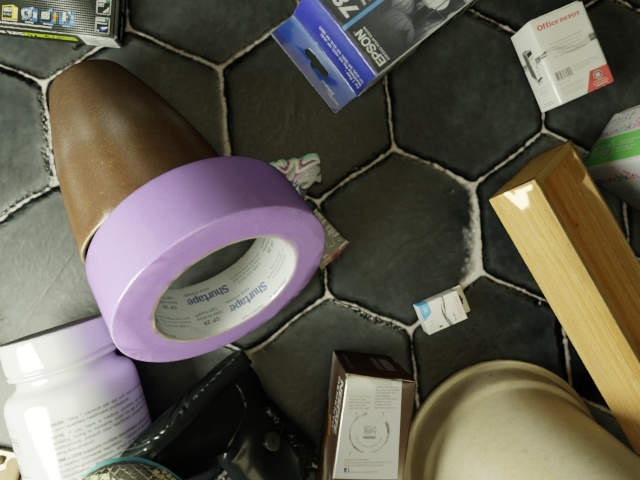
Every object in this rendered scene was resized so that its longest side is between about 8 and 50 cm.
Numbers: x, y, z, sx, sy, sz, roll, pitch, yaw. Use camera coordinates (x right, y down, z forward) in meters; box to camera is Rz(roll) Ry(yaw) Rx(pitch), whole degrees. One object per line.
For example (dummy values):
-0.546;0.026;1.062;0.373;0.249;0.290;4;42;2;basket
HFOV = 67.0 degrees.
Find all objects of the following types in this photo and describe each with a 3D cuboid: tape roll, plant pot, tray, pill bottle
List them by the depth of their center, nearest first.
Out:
-0.131;0.031;0.597;0.275;0.274;0.090;-35;61;-5;tape roll
0.310;0.357;0.631;0.334;0.305;0.333;0;90;-6;plant pot
-0.254;-0.113;0.635;0.216;0.215;0.230;-32;79;-5;plant pot
-0.309;0.251;0.637;0.161;0.160;0.282;-15;92;-6;pill bottle
0.408;0.071;0.705;0.203;0.076;0.410;-34;95;-45;tray

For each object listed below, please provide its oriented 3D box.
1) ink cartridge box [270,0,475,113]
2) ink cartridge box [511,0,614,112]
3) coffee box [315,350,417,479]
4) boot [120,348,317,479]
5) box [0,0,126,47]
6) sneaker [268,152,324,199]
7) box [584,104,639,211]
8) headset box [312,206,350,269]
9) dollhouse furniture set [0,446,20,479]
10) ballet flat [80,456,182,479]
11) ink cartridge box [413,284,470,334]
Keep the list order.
0.102;-0.360;0.730;0.333;0.065;0.165;-41;95;-4;ink cartridge box
0.379;-0.287;0.761;0.099;0.056;0.135;-24;93;-6;ink cartridge box
0.055;0.296;0.686;0.098;0.141;0.246;8;90;-7;coffee box
-0.116;0.287;0.634;0.094;0.246;0.207;-35;92;32;boot
-0.376;-0.380;0.687;0.191;0.045;0.184;5;92;-7;box
-0.042;-0.088;0.726;0.098;0.038;0.069;-15;91;-5;sneaker
0.565;-0.105;0.679;0.231;0.262;0.126;32;87;-6;box
0.000;0.000;0.734;0.062;0.032;0.083;-44;95;-4;headset box
-0.420;0.372;0.631;0.144;0.151;0.123;16;88;-8;dollhouse furniture set
-0.155;0.456;0.546;0.164;0.182;0.482;-14;122;-13;ballet flat
0.195;0.107;0.756;0.083;0.028;0.048;-23;93;-6;ink cartridge box
